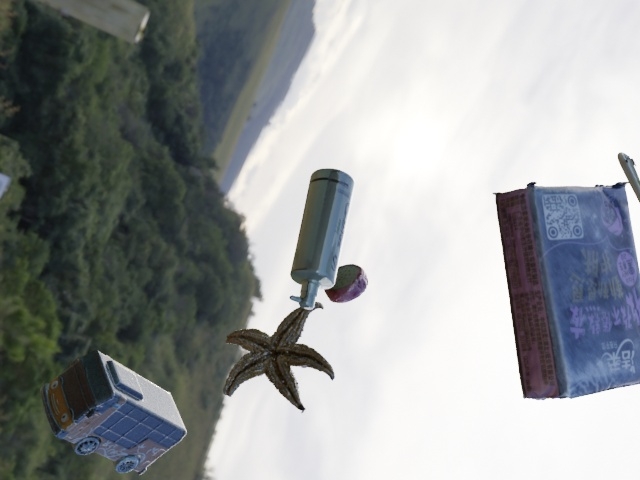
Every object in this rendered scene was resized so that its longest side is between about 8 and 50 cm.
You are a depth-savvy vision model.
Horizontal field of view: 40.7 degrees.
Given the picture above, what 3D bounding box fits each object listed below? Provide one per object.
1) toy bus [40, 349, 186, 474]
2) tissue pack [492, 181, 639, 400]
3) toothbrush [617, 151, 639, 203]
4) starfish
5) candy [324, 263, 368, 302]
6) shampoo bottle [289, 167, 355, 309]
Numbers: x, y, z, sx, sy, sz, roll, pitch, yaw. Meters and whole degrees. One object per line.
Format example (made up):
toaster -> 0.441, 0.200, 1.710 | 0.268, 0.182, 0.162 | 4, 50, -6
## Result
toy bus -> -0.411, 0.347, 1.733 | 0.167, 0.275, 0.138 | -38, -130, 5
tissue pack -> 0.439, 0.083, 1.478 | 0.122, 0.259, 0.361 | -16, -101, 57
toothbrush -> 0.483, -0.018, 1.224 | 0.026, 0.022, 0.263 | -42, -124, 45
starfish -> -0.074, 0.208, 1.575 | 0.240, 0.227, 0.043 | -50, 153, -8
candy -> 0.056, 0.096, 1.933 | 0.103, 0.043, 0.103 | -22, -151, 13
shampoo bottle -> 0.000, 0.000, 1.556 | 0.085, 0.085, 0.262 | 134, -30, -61
